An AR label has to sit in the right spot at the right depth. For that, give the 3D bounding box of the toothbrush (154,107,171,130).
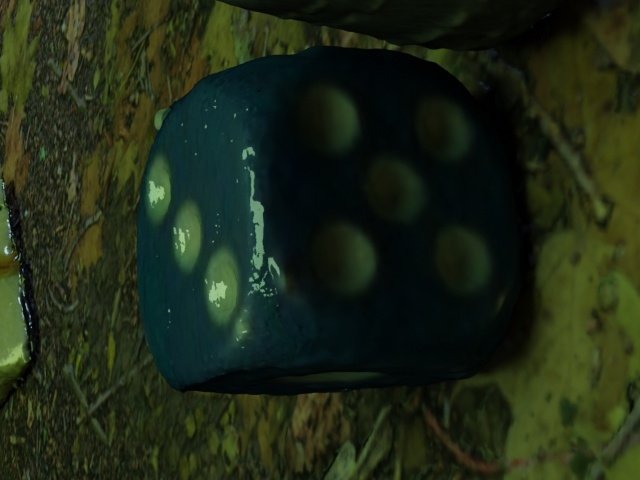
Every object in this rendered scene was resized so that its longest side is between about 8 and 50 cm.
[{"bbox_3d":[-0.074,-0.090,0.791,0.276,0.025,0.019,9,94,61],"label":"toothbrush"}]

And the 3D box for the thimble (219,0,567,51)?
[{"bbox_3d":[0.037,-0.204,0.464,0.205,0.172,0.236,-7,81,58],"label":"thimble"}]

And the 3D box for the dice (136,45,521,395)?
[{"bbox_3d":[0.000,0.000,0.519,0.146,0.143,0.146,-29,63,55],"label":"dice"}]

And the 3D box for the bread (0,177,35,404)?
[{"bbox_3d":[-0.454,0.097,1.456,0.405,0.242,0.345,-21,57,22],"label":"bread"}]
